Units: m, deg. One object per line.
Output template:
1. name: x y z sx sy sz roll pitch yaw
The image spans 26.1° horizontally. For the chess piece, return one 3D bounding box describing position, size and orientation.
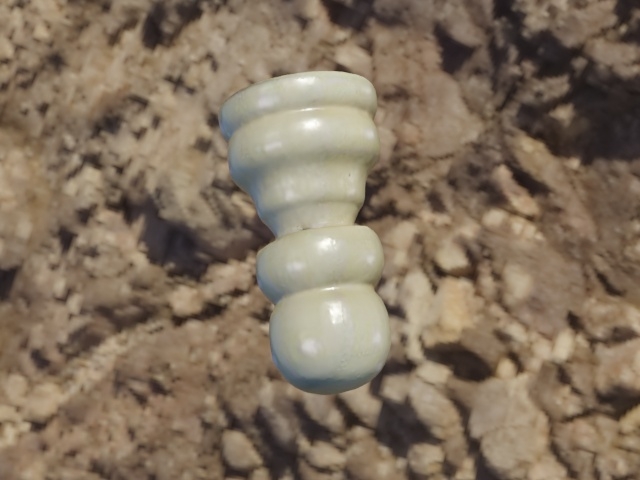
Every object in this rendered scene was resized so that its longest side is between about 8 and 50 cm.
1. chess piece: 0.000 0.000 1.349 0.167 0.167 0.300 -23 72 46
